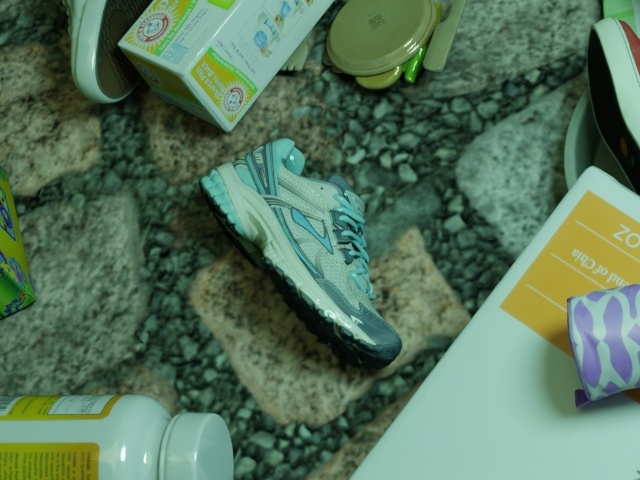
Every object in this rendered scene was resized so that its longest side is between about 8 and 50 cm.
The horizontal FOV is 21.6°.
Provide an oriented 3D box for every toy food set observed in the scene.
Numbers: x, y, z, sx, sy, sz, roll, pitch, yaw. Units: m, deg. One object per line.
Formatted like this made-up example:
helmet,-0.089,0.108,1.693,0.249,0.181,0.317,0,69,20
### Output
toy food set,0.063,-0.210,1.733,0.192,0.038,0.132,5,59,32

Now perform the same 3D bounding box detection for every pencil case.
pencil case,0.285,0.067,1.255,0.206,0.088,0.086,-9,31,13

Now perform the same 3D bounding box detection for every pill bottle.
pill bottle,-0.211,0.209,1.538,0.246,0.136,0.136,-2,63,17

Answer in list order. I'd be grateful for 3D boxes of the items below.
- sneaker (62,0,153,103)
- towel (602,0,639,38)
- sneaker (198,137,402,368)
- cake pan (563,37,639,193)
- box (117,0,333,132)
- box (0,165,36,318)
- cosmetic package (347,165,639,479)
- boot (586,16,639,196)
sneaker,-0.245,-0.260,1.827,0.123,0.106,0.290,-10,53,24
towel,0.355,-0.232,1.656,0.152,0.023,0.113,-9,59,16
sneaker,0.000,0.000,1.598,0.122,0.110,0.283,-37,59,-7
cake pan,0.373,-0.075,1.545,0.293,0.054,0.293,-8,61,14
box,-0.093,-0.231,1.740,0.114,0.103,0.203,26,74,40
box,-0.482,-0.011,1.659,0.290,0.279,0.177,-22,59,6
cosmetic package,0.185,0.194,1.371,0.230,0.161,0.453,35,84,25
boot,0.348,-0.118,1.507,0.176,0.088,0.244,-13,51,-6
